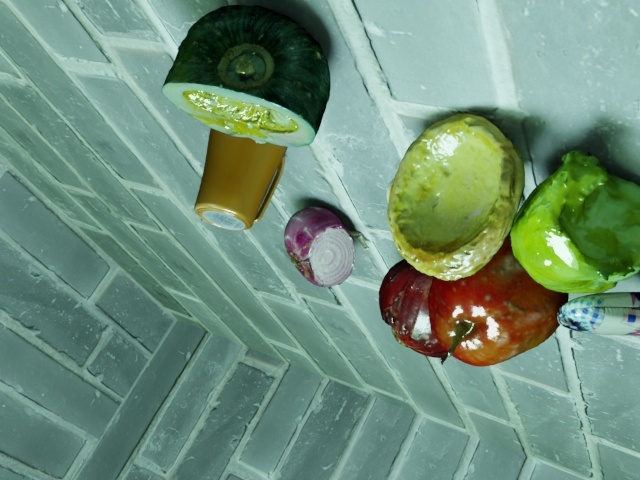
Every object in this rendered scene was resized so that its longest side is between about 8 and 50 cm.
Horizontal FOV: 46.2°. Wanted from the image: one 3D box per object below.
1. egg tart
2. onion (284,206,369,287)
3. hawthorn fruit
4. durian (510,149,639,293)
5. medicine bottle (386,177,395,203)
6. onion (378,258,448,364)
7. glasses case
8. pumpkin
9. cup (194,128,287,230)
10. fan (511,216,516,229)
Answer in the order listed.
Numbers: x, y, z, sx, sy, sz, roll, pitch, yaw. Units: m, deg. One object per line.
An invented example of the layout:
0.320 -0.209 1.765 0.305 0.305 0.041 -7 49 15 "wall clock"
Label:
0.248 -0.071 1.320 0.123 0.293 0.294 12 175 -43 "egg tart"
-0.010 0.009 1.931 0.201 0.200 0.207 10 164 41 "onion"
0.339 0.132 1.516 0.287 0.330 0.287 26 136 28 "hawthorn fruit"
0.449 -0.002 1.285 0.256 0.204 0.339 18 160 -3 "durian"
0.249 -0.079 1.476 0.252 0.114 0.114 11 152 39 "medicine bottle"
0.269 0.149 1.798 0.276 0.276 0.276 25 158 11 "onion"
0.611 0.138 1.403 0.328 0.076 0.125 1 165 -4 "glasses case"
-0.116 -0.303 1.346 0.293 0.196 0.263 17 169 13 "pumpkin"
-0.167 -0.155 1.666 0.182 0.263 0.226 4 159 33 "cup"
0.442 0.000 1.553 0.113 0.005 0.175 23 158 16 "fan"
